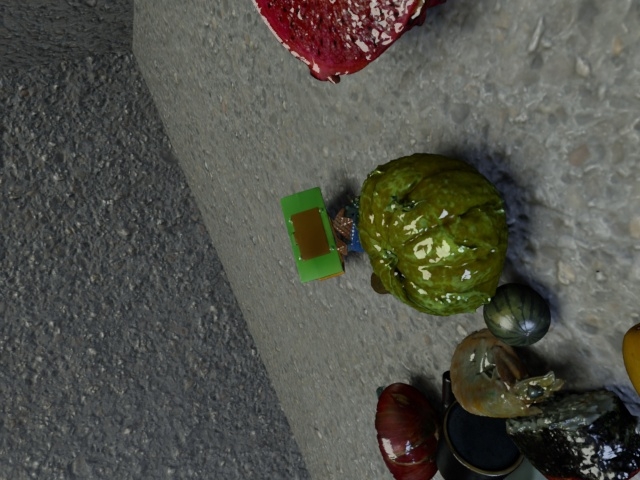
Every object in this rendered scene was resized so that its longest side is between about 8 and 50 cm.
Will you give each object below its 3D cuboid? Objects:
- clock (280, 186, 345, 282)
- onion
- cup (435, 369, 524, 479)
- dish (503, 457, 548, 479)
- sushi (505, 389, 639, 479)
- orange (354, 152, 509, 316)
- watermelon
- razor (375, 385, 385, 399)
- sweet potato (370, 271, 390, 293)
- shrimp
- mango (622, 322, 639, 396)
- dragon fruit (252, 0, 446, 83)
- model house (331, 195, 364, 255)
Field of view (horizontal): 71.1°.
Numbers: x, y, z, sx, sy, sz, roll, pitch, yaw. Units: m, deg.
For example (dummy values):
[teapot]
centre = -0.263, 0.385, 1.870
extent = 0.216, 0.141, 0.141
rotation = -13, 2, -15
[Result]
[clock]
centre = 0.000, 0.000, 1.204
extent = 0.255, 0.106, 0.220
rotation = 32, -138, -76
[onion]
centre = 0.235, 0.492, 1.153
extent = 0.248, 0.161, 0.248
rotation = -18, -90, -81
[cup]
centre = 0.344, 0.423, 0.995
extent = 0.165, 0.240, 0.177
rotation = 9, 137, 11
[dish]
centre = 0.451, 0.539, 0.908
extent = 0.182, 0.080, 0.243
rotation = 48, 149, 33
[sushi]
centre = 0.416, 0.324, 0.744
extent = 0.126, 0.136, 0.225
rotation = 60, 160, 21
[orange]
centre = 0.203, -0.009, 0.789
extent = 0.302, 0.223, 0.300
rotation = 69, 165, -12
[watermelon]
centre = 0.336, 0.119, 0.778
extent = 0.133, 0.105, 0.105
rotation = -85, -5, -53
[razor]
centre = 0.226, 0.495, 1.352
extent = 0.135, 0.040, 0.068
rotation = 8, 118, 55
[sweet potato]
centre = 0.182, 0.083, 1.062
extent = 0.077, 0.077, 0.243
rotation = 64, 155, 7
[shrimp]
centre = 0.338, 0.245, 0.846
extent = 0.317, 0.077, 0.168
rotation = 135, 142, -65
[mango]
centre = 0.470, 0.186, 0.590
extent = 0.184, 0.084, 0.102
rotation = 59, 151, -6
[dragon fruit]
centre = 0.056, -0.463, 0.689
extent = 0.370, 0.249, 0.387
rotation = 32, 144, 26
[model house]
centre = 0.089, -0.033, 1.063
extent = 0.148, 0.148, 0.120
rotation = 41, 143, 39
